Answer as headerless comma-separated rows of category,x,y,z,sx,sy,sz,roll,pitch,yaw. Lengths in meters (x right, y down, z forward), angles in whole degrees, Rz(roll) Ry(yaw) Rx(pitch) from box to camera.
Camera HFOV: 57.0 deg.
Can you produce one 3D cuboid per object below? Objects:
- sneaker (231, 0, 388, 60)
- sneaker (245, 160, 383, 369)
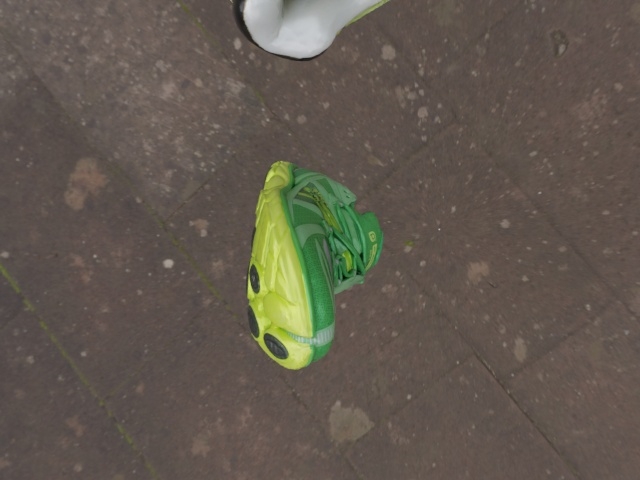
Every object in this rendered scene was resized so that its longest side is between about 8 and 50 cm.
sneaker,0.097,-0.198,0.224,0.384,0.145,0.147,-26,55,45
sneaker,0.000,0.000,0.535,0.123,0.295,0.109,8,117,-5
